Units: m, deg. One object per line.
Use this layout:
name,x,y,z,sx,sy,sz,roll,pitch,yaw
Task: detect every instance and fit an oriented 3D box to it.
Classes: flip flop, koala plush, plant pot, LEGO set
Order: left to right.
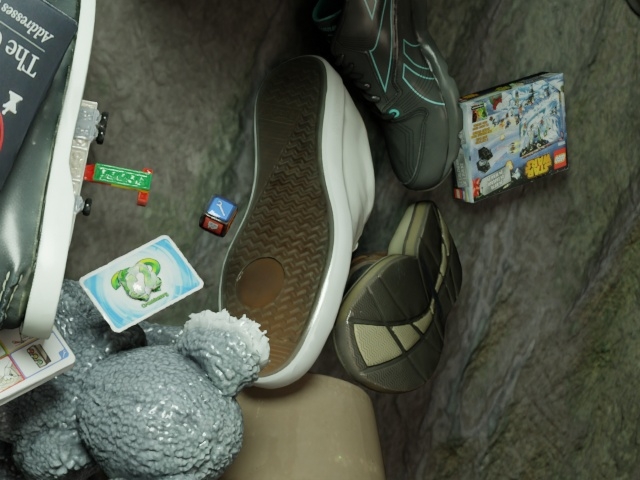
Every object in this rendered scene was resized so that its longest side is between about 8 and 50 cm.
LEGO set,-0.185,0.002,1.382,0.244,0.182,0.060,-29,160,-26
koala plush,-0.143,0.124,1.398,0.203,0.221,0.196,44,69,-41
plant pot,-0.042,0.224,1.526,0.263,0.263,0.229,23,66,-45
flip flop,0.054,0.046,1.635,0.277,0.080,0.112,-60,135,-62

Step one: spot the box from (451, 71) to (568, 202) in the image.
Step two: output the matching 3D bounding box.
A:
box,0.173,-0.096,1.797,0.137,0.027,0.094,-19,111,-40

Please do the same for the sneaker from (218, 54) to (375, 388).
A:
sneaker,0.000,0.000,1.546,0.123,0.106,0.290,48,42,-47

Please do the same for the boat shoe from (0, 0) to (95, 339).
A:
boat shoe,-0.210,-0.078,1.328,0.091,0.114,0.302,9,55,-13

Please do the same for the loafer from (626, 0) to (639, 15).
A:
loafer,0.325,-0.273,1.870,0.220,0.078,0.080,39,72,-42

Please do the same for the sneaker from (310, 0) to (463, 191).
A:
sneaker,0.044,-0.160,1.622,0.106,0.101,0.267,-22,113,-23

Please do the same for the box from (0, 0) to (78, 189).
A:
box,-0.371,-0.079,1.159,0.343,0.179,0.312,32,77,-43
